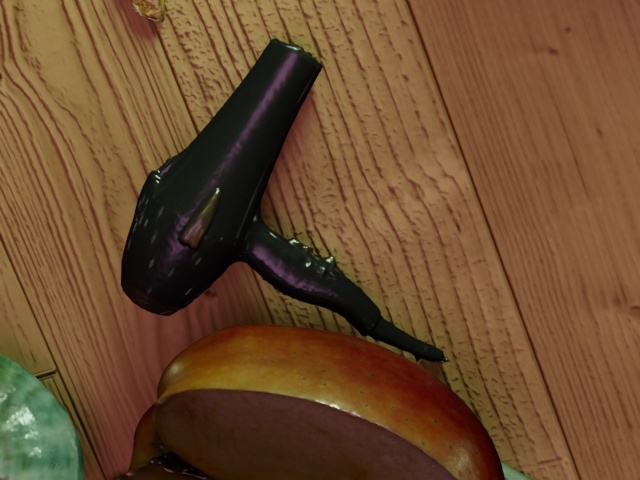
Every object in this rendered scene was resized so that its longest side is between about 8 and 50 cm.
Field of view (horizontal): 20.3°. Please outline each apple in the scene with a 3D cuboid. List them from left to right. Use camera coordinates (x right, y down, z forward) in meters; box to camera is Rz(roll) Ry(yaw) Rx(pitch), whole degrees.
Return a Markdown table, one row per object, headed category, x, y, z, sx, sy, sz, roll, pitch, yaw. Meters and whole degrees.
| category | x | y | z | sx | sy | sz | roll | pitch | yaw |
| --- | --- | --- | --- | --- | --- | --- | --- | --- | --- |
| apple | -0.014 | 0.249 | 1.766 | 0.365 | 0.295 | 0.329 | 29 | 89 | 2 |

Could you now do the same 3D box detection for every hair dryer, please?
| category | x | y | z | sx | sy | sz | roll | pitch | yaw |
| --- | --- | --- | --- | --- | --- | --- | --- | --- | --- |
| hair dryer | 0.000 | 0.000 | 1.791 | 0.359 | 0.120 | 0.304 | 33 | 98 | -12 |

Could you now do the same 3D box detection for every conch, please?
| category | x | y | z | sx | sy | sz | roll | pitch | yaw |
| --- | --- | --- | --- | --- | --- | --- | --- | --- | --- |
| conch | -0.352 | 0.253 | 1.903 | 0.220 | 0.195 | 0.277 | 19 | 137 | 26 |

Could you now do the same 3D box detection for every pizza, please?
| category | x | y | z | sx | sy | sz | roll | pitch | yaw |
| --- | --- | --- | --- | --- | --- | --- | --- | --- | --- |
| pizza | -0.178 | -0.250 | 1.763 | 0.037 | 0.016 | 0.083 | -26 | 106 | 18 |

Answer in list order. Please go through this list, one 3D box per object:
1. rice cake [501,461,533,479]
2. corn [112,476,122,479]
| category | x | y | z | sx | sy | sz | roll | pitch | yaw |
| --- | --- | --- | --- | --- | --- | --- | --- | --- | --- |
| rice cake | 0.229 | 0.272 | 1.850 | 0.170 | 0.033 | 0.029 | 31 | 113 | 0 |
| corn | -0.194 | 0.291 | 1.946 | 0.092 | 0.037 | 0.037 | 37 | 112 | -1 |
